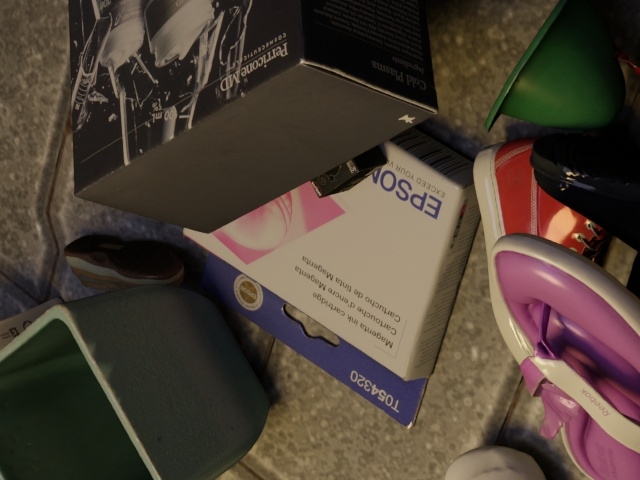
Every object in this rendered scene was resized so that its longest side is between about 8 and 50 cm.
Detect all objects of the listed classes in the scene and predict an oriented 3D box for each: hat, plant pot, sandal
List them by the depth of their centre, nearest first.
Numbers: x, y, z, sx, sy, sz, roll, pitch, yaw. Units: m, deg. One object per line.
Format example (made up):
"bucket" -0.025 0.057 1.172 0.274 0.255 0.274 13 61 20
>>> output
"hat" 0.266 -0.124 1.782 0.183 0.208 0.173 32 115 5
"sandal" 0.247 0.147 1.786 0.169 0.102 0.416 16 152 35
"plant pot" -0.207 0.190 2.227 0.247 0.252 0.248 -36 81 42

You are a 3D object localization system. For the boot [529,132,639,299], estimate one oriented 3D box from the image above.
"boot" 0.290 0.026 1.800 0.246 0.094 0.207 13 117 0

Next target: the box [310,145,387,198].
"box" 0.014 -0.095 1.984 0.062 0.052 0.083 -34 80 37

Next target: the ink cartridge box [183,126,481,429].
"ink cartridge box" 0.000 0.000 2.108 0.324 0.071 0.330 32 122 28

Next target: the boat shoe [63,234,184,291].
"boat shoe" -0.221 0.042 2.323 0.190 0.068 0.072 14 127 47

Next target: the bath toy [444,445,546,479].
"bath toy" 0.169 0.379 2.059 0.151 0.129 0.348 10 118 1

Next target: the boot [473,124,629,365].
"boot" 0.250 0.016 1.888 0.176 0.088 0.244 -8 96 41

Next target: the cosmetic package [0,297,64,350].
"cosmetic package" -0.381 0.192 2.446 0.183 0.151 0.151 -39 79 41

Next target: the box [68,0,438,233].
"box" -0.076 -0.220 1.929 0.343 0.179 0.312 -27 59 41
